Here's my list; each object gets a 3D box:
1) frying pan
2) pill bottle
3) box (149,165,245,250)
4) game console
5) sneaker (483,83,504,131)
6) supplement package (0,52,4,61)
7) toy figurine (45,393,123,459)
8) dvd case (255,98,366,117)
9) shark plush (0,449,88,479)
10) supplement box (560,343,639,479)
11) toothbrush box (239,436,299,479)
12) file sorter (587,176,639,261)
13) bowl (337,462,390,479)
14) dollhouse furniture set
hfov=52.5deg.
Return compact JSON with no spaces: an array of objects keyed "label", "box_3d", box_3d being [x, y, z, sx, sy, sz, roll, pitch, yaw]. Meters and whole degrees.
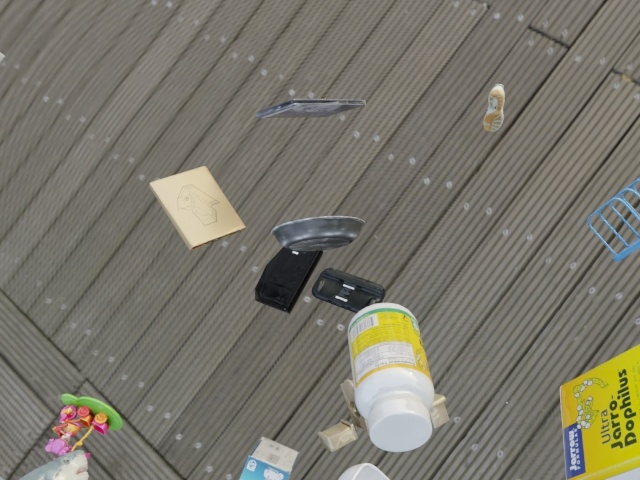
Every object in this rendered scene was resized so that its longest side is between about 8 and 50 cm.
[{"label":"frying pan","box_3d":[-0.027,0.000,1.417,0.197,0.326,0.053,-1,77,-22]},{"label":"pill bottle","box_3d":[0.106,0.202,0.971,0.117,0.118,0.208,-20,34,11]},{"label":"box","box_3d":[-0.303,-0.083,1.604,0.201,0.164,0.021,55,140,13]},{"label":"game console","box_3d":[0.000,0.129,1.820,0.361,0.044,0.213,18,64,25]},{"label":"sneaker","box_3d":[0.291,-0.219,1.071,0.031,0.083,0.037,15,49,13]},{"label":"supplement package","box_3d":[-0.624,-0.221,0.905,0.145,0.204,0.262,33,91,13]},{"label":"toy figurine","box_3d":[-0.594,0.470,1.557,0.173,0.130,0.159,20,46,9]},{"label":"dvd case","box_3d":[-0.023,-0.323,1.593,0.164,0.221,0.018,-3,94,52]},{"label":"shark plush","box_3d":[-0.296,0.245,0.595,0.161,0.073,0.067,-14,58,-16]},{"label":"supplement box","box_3d":[0.589,0.288,1.050,0.194,0.356,0.195,24,49,-13]},{"label":"toothbrush box","box_3d":[-0.179,0.730,1.806,0.126,0.216,0.296,21,89,6]},{"label":"file sorter","box_3d":[0.628,-0.060,1.266,0.170,0.118,0.104,-32,75,-24]},{"label":"bowl","box_3d":[0.043,0.345,0.747,0.053,0.142,0.142,-13,32,43]},{"label":"dollhouse furniture set","box_3d":[0.098,0.291,1.128,0.181,0.161,0.101,-21,96,-25]}]
